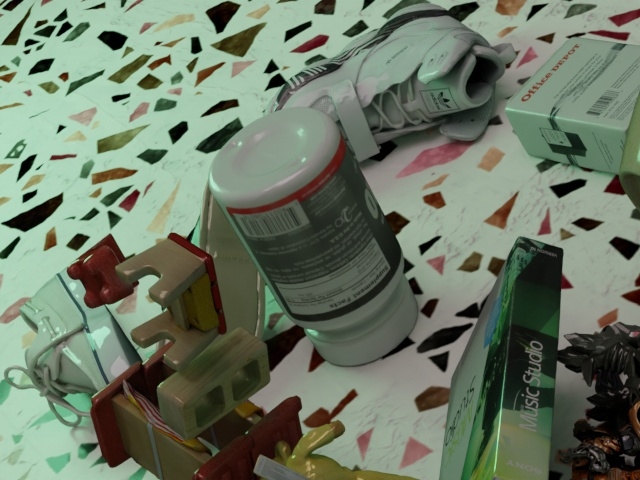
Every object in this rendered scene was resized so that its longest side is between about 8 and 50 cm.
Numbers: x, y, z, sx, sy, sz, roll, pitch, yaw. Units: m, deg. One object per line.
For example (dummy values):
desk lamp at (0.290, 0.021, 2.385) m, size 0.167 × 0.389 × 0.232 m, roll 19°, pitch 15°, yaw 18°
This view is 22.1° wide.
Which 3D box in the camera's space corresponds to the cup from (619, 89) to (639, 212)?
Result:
cup at (0.451, -0.097, 1.702) m, size 0.237 × 0.331 × 0.331 m, roll -46°, pitch 37°, yaw -5°

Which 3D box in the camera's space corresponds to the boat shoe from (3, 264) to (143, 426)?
boat shoe at (-0.319, 0.151, 2.073) m, size 0.156 × 0.136 × 0.367 m, roll -34°, pitch 32°, yaw -7°

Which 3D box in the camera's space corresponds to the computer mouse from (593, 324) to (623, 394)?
computer mouse at (0.376, 0.104, 1.723) m, size 0.193 × 0.042 × 0.106 m, roll -24°, pitch 30°, yaw 18°

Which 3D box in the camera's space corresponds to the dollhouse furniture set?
dollhouse furniture set at (-0.145, 0.119, 1.744) m, size 0.152 × 0.374 × 0.201 m, roll -35°, pitch 46°, yaw -30°

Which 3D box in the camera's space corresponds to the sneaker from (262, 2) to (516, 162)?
sneaker at (0.089, -0.184, 2.196) m, size 0.366 × 0.137 × 0.210 m, roll -38°, pitch 33°, yaw -17°

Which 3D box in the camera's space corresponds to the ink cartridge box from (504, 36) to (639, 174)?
ink cartridge box at (0.356, -0.166, 2.026) m, size 0.153 × 0.087 × 0.208 m, roll -45°, pitch 35°, yaw -21°

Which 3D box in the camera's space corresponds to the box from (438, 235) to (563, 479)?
box at (0.171, 0.185, 1.614) m, size 0.058 × 0.232 × 0.322 m, roll 15°, pitch 43°, yaw -4°

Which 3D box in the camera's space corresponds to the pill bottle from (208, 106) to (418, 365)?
pill bottle at (0.000, 0.000, 1.904) m, size 0.161 × 0.283 × 0.161 m, roll -19°, pitch 36°, yaw 15°

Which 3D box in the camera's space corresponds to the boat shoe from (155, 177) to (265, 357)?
boat shoe at (-0.134, 0.074, 2.050) m, size 0.127 × 0.113 × 0.340 m, roll 8°, pitch 69°, yaw -6°

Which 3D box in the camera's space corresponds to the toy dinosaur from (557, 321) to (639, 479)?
toy dinosaur at (0.331, 0.204, 1.578) m, size 0.322 × 0.164 × 0.218 m, roll -13°, pitch 49°, yaw -9°

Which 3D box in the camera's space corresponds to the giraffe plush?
giraffe plush at (-0.010, 0.286, 1.681) m, size 0.181 × 0.210 × 0.170 m, roll -49°, pitch 10°, yaw -20°
